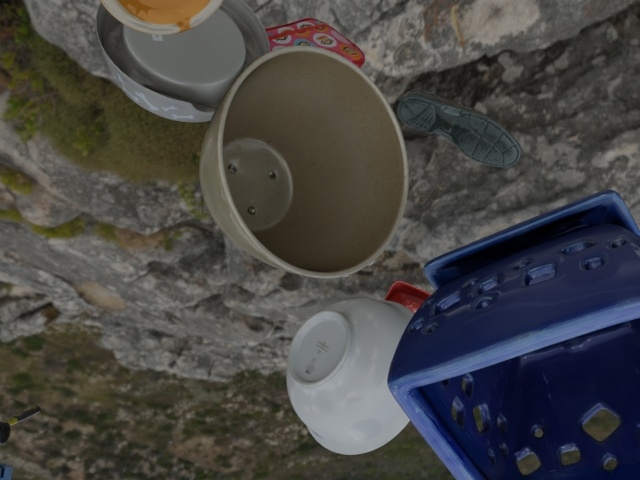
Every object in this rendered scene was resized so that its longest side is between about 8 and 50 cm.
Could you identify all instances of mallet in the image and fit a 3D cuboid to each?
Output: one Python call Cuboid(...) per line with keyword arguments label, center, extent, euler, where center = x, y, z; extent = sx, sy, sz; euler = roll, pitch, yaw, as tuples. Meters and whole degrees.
Cuboid(label="mallet", center=(-0.577, 0.332, 0.957), extent=(0.062, 0.039, 0.190), euler=(5, 175, -10))

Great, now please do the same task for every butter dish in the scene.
Cuboid(label="butter dish", center=(0.229, 0.206, 1.298), extent=(0.160, 0.160, 0.118), euler=(24, -170, -14))

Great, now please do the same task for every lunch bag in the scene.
Cuboid(label="lunch bag", center=(-0.056, -0.477, 1.367), extent=(0.258, 0.293, 0.120), euler=(44, 141, 18))

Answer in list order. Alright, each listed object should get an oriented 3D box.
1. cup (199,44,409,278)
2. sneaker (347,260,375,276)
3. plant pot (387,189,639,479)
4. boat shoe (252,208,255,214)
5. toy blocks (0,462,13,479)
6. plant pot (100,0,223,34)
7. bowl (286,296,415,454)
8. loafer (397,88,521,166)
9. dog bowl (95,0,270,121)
Cuboid(label="cup", center=(-0.059, -0.106, 0.833), extent=(0.331, 0.331, 0.237), euler=(38, 156, -28))
Cuboid(label="sneaker", center=(0.000, 0.000, 1.475), extent=(0.210, 0.137, 0.366), euler=(42, 162, -22))
Cuboid(label="plant pot", center=(0.227, 0.105, 0.497), extent=(0.236, 0.212, 0.236), euler=(-26, 113, 30))
Cuboid(label="boat shoe", center=(-0.192, -0.064, 1.403), extent=(0.056, 0.152, 0.049), euler=(-10, 102, 11))
Cuboid(label="toy blocks", center=(-0.523, 0.427, 0.718), extent=(0.381, 0.261, 0.191), euler=(-1, 167, 26))
Cuboid(label="plant pot", center=(-0.176, -0.316, 0.519), extent=(0.205, 0.188, 0.205), euler=(-20, 153, -11))
Cuboid(label="bowl", center=(0.036, 0.215, 0.939), extent=(0.298, 0.298, 0.134), euler=(-13, 140, 42))
Cuboid(label="loafer", center=(0.292, -0.245, 1.078), extent=(0.267, 0.084, 0.096), euler=(26, 135, 2))
Cuboid(label="dog bowl", center=(-0.289, -0.406, 1.111), extent=(0.349, 0.348, 0.102), euler=(26, 149, -9))
